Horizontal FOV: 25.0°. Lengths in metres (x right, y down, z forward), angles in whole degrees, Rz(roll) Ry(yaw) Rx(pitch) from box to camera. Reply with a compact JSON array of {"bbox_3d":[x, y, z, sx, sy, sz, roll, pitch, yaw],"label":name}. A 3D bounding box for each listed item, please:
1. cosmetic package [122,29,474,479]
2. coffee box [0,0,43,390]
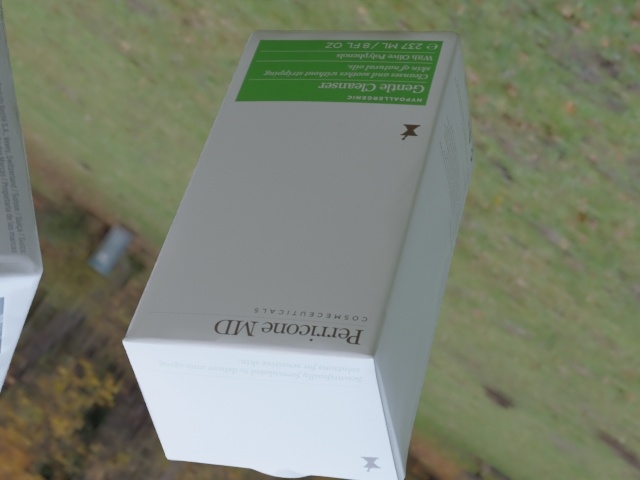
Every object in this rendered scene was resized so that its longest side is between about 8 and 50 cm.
[{"bbox_3d":[0.000,0.000,1.162,0.197,0.365,0.155,2,135,15],"label":"cosmetic package"},{"bbox_3d":[-0.447,-0.041,1.232,0.338,0.337,0.334,-3,153,-21],"label":"coffee box"}]
